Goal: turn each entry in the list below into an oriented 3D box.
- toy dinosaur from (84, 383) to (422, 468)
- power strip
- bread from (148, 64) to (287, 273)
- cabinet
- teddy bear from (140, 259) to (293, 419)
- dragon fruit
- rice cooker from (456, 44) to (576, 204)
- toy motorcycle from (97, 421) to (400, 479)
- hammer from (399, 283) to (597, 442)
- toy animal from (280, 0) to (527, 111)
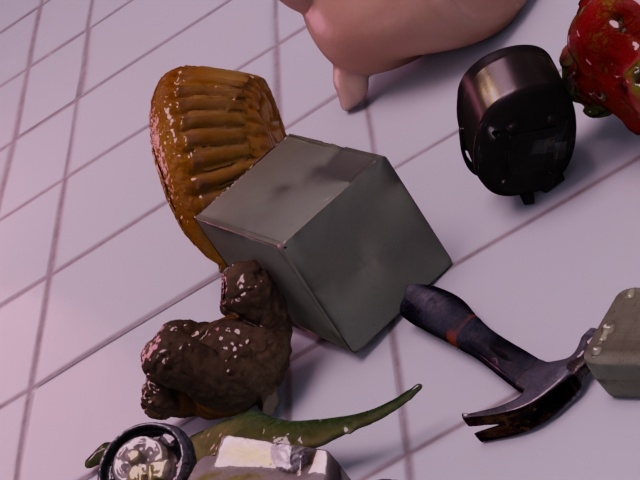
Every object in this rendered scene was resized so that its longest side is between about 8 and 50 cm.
[{"bbox_3d":[-0.078,0.200,1.882,0.447,0.087,0.301,-24,11,16],"label":"toy dinosaur"},{"bbox_3d":[0.345,0.080,1.533,0.288,0.053,0.093,-2,43,49],"label":"power strip"},{"bbox_3d":[-0.108,-0.093,2.175,0.139,0.240,0.240,-19,32,15],"label":"bread"},{"bbox_3d":[0.000,0.000,1.977,0.145,0.150,0.206,-42,26,-16],"label":"cabinet"},{"bbox_3d":[-0.113,0.124,1.956,0.177,0.140,0.190,-47,13,-26],"label":"teddy bear"},{"bbox_3d":[0.334,-0.173,1.835,0.198,0.200,0.269,-56,-9,-18],"label":"dragon fruit"},{"bbox_3d":[0.196,-0.118,1.912,0.112,0.165,0.106,-13,44,-7],"label":"rice cooker"},{"bbox_3d":[-0.071,0.272,1.630,0.341,0.108,0.223,7,60,29],"label":"toy motorcycle"},{"bbox_3d":[0.146,0.099,1.769,0.137,0.037,0.290,-42,28,-9],"label":"hammer"},{"bbox_3d":[0.105,-0.306,2.277,0.256,0.195,0.213,-15,28,44],"label":"toy animal"}]
